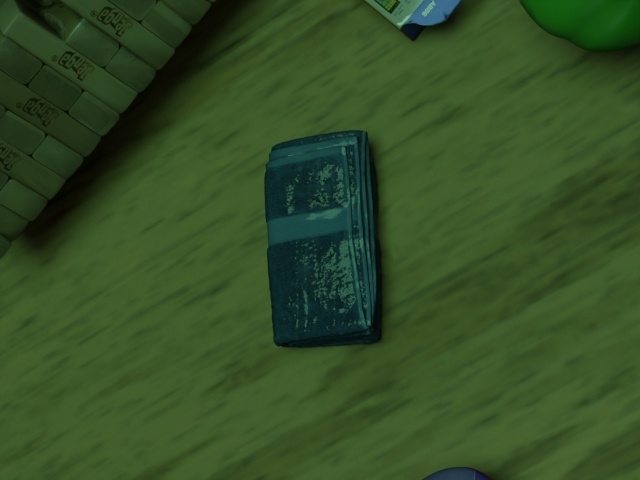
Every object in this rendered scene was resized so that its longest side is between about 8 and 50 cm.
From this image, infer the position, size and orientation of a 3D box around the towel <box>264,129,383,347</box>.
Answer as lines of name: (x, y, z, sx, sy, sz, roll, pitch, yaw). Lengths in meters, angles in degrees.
towel: (0.000, 0.000, 0.807, 0.067, 0.029, 0.119, -8, 78, 23)

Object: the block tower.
block tower: (-0.139, -0.139, 0.841, 0.335, 0.091, 0.097, -49, 35, 10)

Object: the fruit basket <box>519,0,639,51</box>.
fruit basket: (0.158, -0.276, 0.640, 0.392, 0.283, 0.392, -22, 58, 39)

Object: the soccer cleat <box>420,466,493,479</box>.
soccer cleat: (0.016, 0.225, 0.723, 0.083, 0.095, 0.248, 35, 95, 25)

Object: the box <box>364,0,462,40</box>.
box: (0.039, -0.178, 0.825, 0.136, 0.028, 0.081, 43, 98, 21)
